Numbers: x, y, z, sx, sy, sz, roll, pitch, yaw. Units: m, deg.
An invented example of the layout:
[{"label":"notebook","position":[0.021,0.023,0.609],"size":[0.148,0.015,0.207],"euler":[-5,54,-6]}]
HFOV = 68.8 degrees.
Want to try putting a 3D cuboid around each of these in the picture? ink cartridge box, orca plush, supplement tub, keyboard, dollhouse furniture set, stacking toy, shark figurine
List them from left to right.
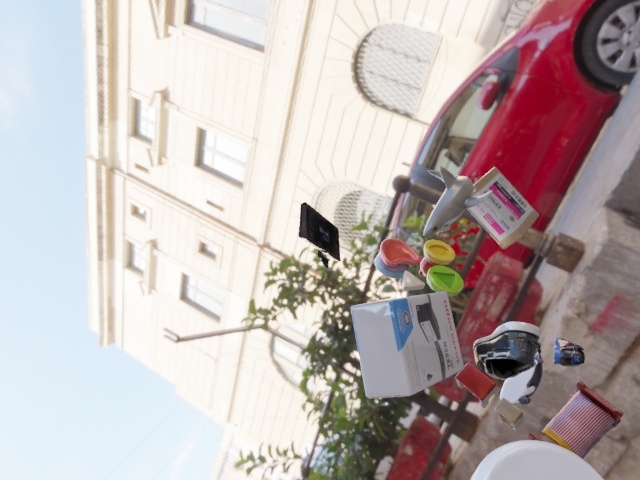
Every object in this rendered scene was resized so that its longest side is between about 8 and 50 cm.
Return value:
[{"label":"keyboard","position":[0.000,0.000,0.963],"size":[0.180,0.023,0.108],"euler":[34,-131,-60]},{"label":"ink cartridge box","position":[0.233,0.257,1.208],"size":[0.307,0.129,0.223],"euler":[2,-106,-51]},{"label":"stacking toy","position":[0.359,0.128,1.721],"size":[0.280,0.308,0.131],"euler":[-103,22,-48]},{"label":"shark figurine","position":[0.314,-0.135,1.124],"size":[0.166,0.116,0.278],"euler":[-37,11,33]},{"label":"ink cartridge box","position":[0.615,-0.115,1.609],"size":[0.193,0.235,0.088],"euler":[-36,-8,-42]},{"label":"orca plush","position":[0.813,0.536,1.832],"size":[0.102,0.151,0.288],"euler":[2,-68,-24]},{"label":"dollhouse furniture set","position":[0.567,0.423,1.263],"size":[0.201,0.374,0.152],"euler":[-46,-41,-6]},{"label":"supplement tub","position":[0.385,0.495,0.837],"size":[0.241,0.241,0.331],"euler":[-58,-28,-18]}]

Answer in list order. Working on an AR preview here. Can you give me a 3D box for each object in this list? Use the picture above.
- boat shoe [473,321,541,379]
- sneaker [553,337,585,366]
[{"label":"boat shoe","position":[0.431,0.283,1.119],"size":[0.303,0.114,0.091],"euler":[80,-154,-60]},{"label":"sneaker","position":[0.825,0.375,1.551],"size":[0.232,0.090,0.082],"euler":[0,-89,-62]}]
